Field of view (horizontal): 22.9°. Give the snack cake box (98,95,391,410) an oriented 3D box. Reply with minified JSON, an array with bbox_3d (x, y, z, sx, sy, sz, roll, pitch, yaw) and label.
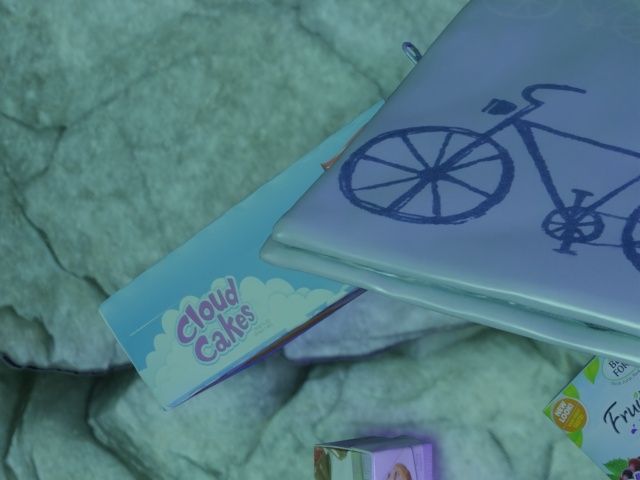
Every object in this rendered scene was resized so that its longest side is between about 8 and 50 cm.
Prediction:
[{"bbox_3d":[0.000,0.000,1.047,0.264,0.152,0.089,-35,86,30],"label":"snack cake box"}]

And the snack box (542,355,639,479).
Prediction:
[{"bbox_3d":[0.227,0.096,1.020,0.100,0.037,0.141,45,119,12],"label":"snack box"}]

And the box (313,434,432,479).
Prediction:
[{"bbox_3d":[0.041,0.301,1.111,0.063,0.067,0.324,-1,90,48],"label":"box"}]

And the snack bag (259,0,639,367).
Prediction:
[{"bbox_3d":[0.183,-0.057,0.850,0.323,0.342,0.037,14,133,25],"label":"snack bag"}]
